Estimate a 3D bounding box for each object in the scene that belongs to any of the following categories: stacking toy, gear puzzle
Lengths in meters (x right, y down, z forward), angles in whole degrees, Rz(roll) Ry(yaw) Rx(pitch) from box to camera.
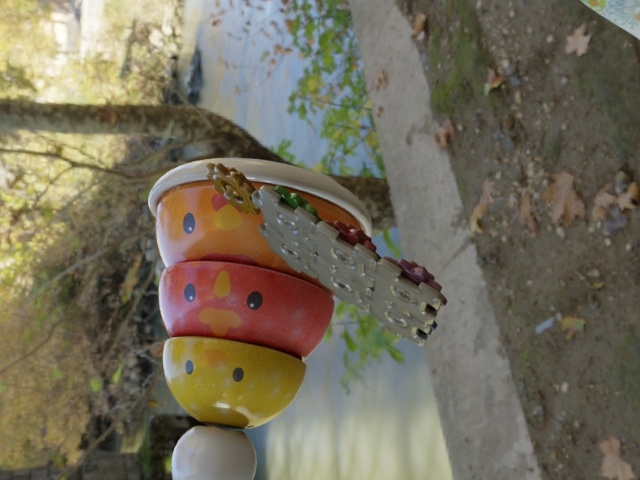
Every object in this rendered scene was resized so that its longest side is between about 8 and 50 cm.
[{"bbox_3d":[-0.113,0.150,1.006,0.350,0.350,0.480,143,137,-62],"label":"stacking toy"},{"bbox_3d":[0.000,0.000,0.824,0.044,0.339,0.175,-52,-17,-21],"label":"gear puzzle"}]

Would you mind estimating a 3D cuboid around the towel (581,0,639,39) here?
[{"bbox_3d":[0.614,-0.391,1.022,0.320,0.374,0.090,-22,47,66],"label":"towel"}]
